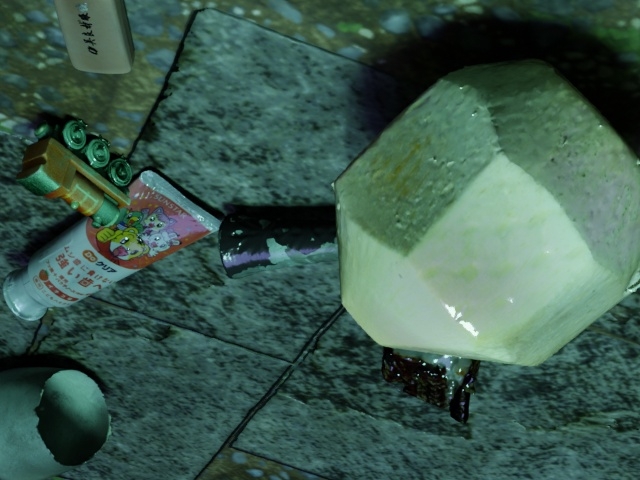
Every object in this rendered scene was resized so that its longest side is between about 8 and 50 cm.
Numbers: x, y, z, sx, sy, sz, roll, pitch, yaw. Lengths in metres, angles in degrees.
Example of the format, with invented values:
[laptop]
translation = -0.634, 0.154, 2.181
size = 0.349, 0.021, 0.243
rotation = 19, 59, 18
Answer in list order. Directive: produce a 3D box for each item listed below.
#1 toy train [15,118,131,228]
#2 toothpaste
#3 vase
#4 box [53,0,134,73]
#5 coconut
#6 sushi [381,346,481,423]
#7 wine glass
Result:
[toy train]
translation = -0.196, -0.052, 1.280
size = 0.044, 0.064, 0.103
rotation = -16, 140, 36
[toothpaste]
translation = -0.192, 0.006, 1.395
size = 0.234, 0.057, 0.089
rotation = -29, 128, 36
[vase]
translation = 0.000, 0.000, 1.303
size = 0.167, 0.059, 0.059
rotation = -4, 146, 24
[box]
translation = -0.163, -0.161, 1.128
size = 0.048, 0.025, 0.115
rotation = 9, 150, 7
[coconut]
translation = 0.118, -0.008, 1.105
size = 0.197, 0.237, 0.237
rotation = 47, 146, 3
[sushi]
translation = 0.099, 0.096, 1.387
size = 0.094, 0.098, 0.084
rotation = 11, 147, 11
[wine glass]
translation = -0.345, 0.202, 1.696
size = 0.241, 0.126, 0.126
rotation = -13, 141, 39
